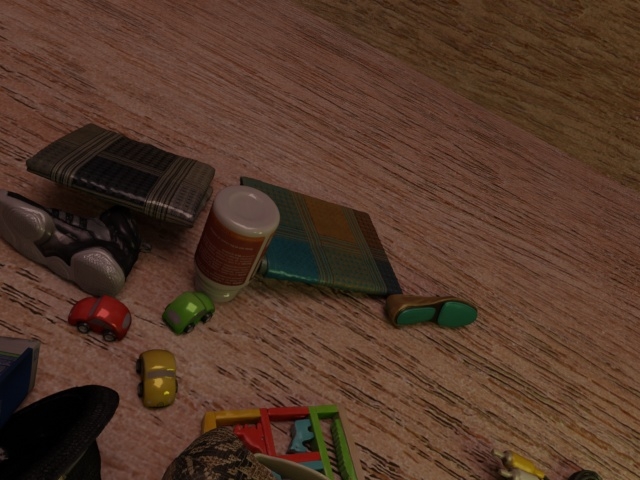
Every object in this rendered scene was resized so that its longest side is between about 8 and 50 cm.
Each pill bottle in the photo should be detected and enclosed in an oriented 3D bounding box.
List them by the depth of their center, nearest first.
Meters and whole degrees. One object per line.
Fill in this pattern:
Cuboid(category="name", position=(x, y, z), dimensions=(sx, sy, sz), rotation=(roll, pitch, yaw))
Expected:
Cuboid(category="pill bottle", position=(-0.164, 0.014, 1.007), dimensions=(0.121, 0.216, 0.121), rotation=(17, 41, -15))

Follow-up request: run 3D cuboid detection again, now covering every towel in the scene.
Cuboid(category="towel", position=(-0.378, -0.135, 1.112), dimensions=(0.312, 0.056, 0.324), rotation=(19, 22, -10))
Cuboid(category="towel", position=(0.000, 0.000, 1.222), dimensions=(0.370, 0.040, 0.272), rotation=(14, 42, -33))

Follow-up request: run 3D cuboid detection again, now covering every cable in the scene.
Cuboid(category="cable", position=(0.432, 0.467, 0.997), dimensions=(0.287, 0.072, 0.140), rotation=(14, 47, -18))

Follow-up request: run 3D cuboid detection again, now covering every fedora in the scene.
Cuboid(category="fedora", position=(-0.345, 0.312, 0.607), dimensions=(0.334, 0.333, 0.153), rotation=(-38, 108, -48))

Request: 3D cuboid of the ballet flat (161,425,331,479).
Cuboid(category="ballet flat", position=(0.014, 0.416, 0.720), dimensions=(0.482, 0.164, 0.182), rotation=(39, 33, 2))

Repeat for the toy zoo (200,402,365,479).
Cuboid(category="toy zoo", position=(-0.072, 0.354, 0.848), dimensions=(0.293, 0.030, 0.192), rotation=(6, 46, -26))

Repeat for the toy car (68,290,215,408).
Cuboid(category="toy car", position=(-0.270, 0.141, 0.937), dimensions=(0.239, 0.053, 0.225), rotation=(42, 41, 15))

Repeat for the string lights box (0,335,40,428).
Cuboid(category="string lights box", position=(-0.446, 0.186, 0.650), dimensions=(0.133, 0.077, 0.259), rotation=(9, 7, -12))

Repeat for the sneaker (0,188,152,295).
Cuboid(category="sneaker", position=(-0.436, -0.021, 0.978), dimensions=(0.268, 0.101, 0.153), rotation=(34, 39, -3))

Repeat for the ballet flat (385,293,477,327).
Cuboid(category="ballet flat", position=(0.249, 0.147, 1.226), dimensions=(0.232, 0.080, 0.073), rotation=(6, 30, -27))
